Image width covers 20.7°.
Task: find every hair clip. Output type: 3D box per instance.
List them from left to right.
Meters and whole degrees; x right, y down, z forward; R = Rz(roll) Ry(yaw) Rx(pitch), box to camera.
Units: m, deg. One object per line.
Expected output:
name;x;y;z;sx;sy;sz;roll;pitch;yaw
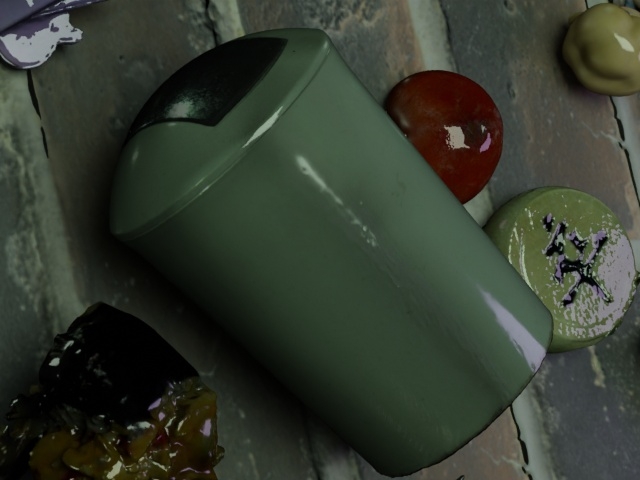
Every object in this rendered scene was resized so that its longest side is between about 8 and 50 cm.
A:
hair clip;-0.323;-0.223;1.698;0.278;0.090;0.137;-31;93;-36

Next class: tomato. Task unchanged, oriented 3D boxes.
tomato;0.142;-0.119;1.920;0.139;0.091;0.159;4;74;-29

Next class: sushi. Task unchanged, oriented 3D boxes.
sushi;-0.180;0.196;1.604;0.204;0.213;0.200;33;62;16

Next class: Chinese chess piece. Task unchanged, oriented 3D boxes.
Chinese chess piece;0.264;0.032;1.955;0.188;0.083;0.188;5;78;-27

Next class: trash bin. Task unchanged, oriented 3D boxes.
trash bin;0.000;0.000;1.711;0.432;0.280;0.280;46;61;-15

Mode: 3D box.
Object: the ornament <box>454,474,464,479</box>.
ornament;0.109;0.345;1.797;0.236;0.080;0.202;-13;81;-31

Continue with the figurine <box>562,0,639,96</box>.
figurine;0.373;-0.243;2.072;0.196;0.108;0.114;-33;99;-36
